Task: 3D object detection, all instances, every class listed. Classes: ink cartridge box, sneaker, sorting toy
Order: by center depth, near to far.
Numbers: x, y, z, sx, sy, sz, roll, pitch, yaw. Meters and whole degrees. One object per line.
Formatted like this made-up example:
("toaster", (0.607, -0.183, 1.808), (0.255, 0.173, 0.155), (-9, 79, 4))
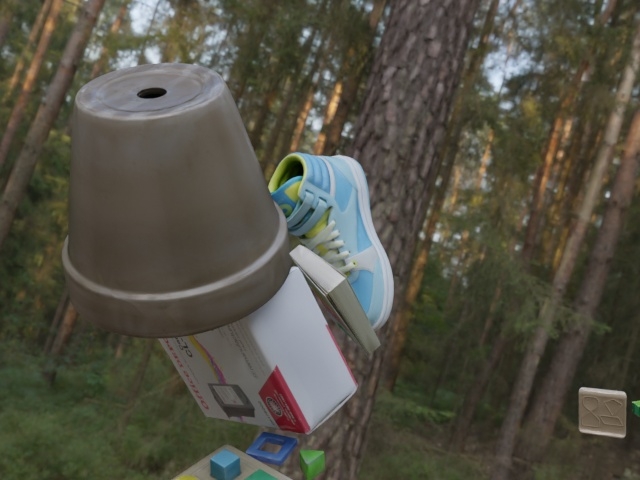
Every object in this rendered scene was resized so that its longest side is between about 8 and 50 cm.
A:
("sorting toy", (0.374, 0.221, 0.933), (0.083, 0.062, 0.012), (2, 12, 25))
("sorting toy", (-0.135, 0.348, 1.006), (0.196, 0.047, 0.347), (12, 23, 37))
("ink cartridge box", (-0.117, 0.175, 1.177), (0.306, 0.131, 0.226), (-11, -69, 50))
("sneaker", (0.000, 0.000, 1.197), (0.127, 0.319, 0.208), (-28, -22, 35))

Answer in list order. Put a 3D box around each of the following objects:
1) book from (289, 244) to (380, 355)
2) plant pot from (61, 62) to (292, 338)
("book", (0.019, 0.076, 0.935), (0.096, 0.035, 0.144), (41, -13, 45))
("plant pot", (-0.205, -0.076, 0.990), (0.323, 0.280, 0.323), (-1, 33, 1))
